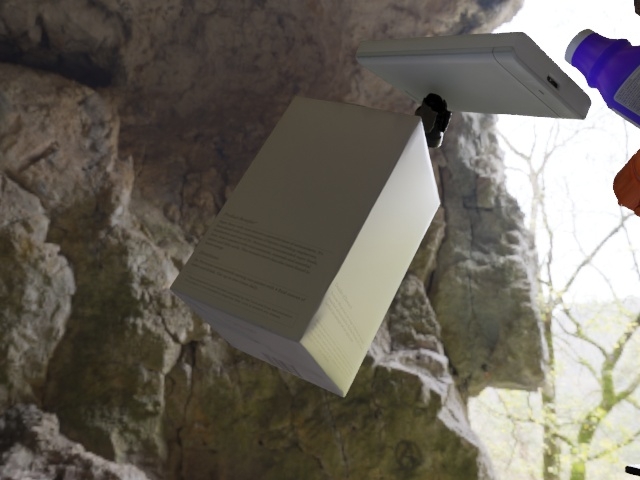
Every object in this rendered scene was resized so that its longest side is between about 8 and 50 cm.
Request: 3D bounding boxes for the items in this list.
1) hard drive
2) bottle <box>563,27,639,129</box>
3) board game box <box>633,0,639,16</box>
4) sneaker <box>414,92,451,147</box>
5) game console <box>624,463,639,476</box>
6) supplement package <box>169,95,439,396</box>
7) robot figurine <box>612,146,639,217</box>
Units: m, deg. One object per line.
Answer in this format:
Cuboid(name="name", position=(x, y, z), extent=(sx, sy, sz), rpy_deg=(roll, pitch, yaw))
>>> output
Cuboid(name="hard drive", position=(0.255, -0.285, 1.019), extent=(0.233, 0.047, 0.353), rpy_deg=(21, 1, -38))
Cuboid(name="bottle", position=(0.530, -0.256, 0.957), extent=(0.118, 0.283, 0.092), rpy_deg=(-50, -36, 15))
Cuboid(name="board game box", position=(0.315, -0.257, 0.272), extent=(0.291, 0.141, 0.232), rpy_deg=(-24, -54, 10))
Cuboid(name="sneaker", position=(0.207, -0.235, 1.071), extent=(0.051, 0.170, 0.089), rpy_deg=(2, -51, 1))
Cuboid(name="game console", position=(0.453, 0.318, 0.705), extent=(0.122, 0.071, 0.107), rpy_deg=(10, -11, -28))
Cuboid(name="supplement package", position=(0.000, 0.000, 0.698), extent=(0.177, 0.293, 0.175), rpy_deg=(18, -24, 29))
Cuboid(name="robot figurine", position=(0.720, -0.137, 1.254), extent=(0.158, 0.128, 0.219), rpy_deg=(-39, -19, -10))
